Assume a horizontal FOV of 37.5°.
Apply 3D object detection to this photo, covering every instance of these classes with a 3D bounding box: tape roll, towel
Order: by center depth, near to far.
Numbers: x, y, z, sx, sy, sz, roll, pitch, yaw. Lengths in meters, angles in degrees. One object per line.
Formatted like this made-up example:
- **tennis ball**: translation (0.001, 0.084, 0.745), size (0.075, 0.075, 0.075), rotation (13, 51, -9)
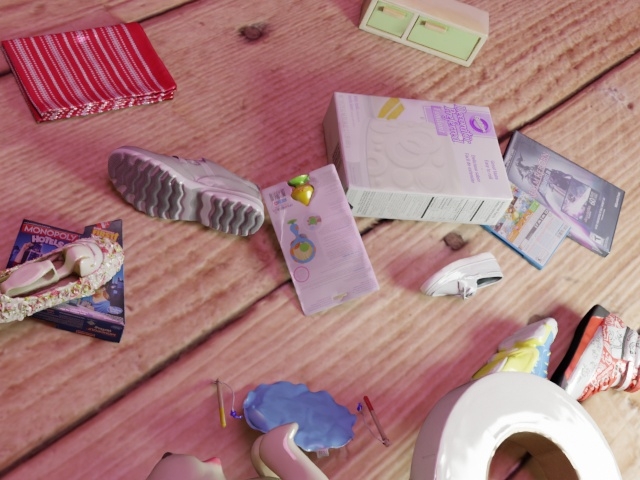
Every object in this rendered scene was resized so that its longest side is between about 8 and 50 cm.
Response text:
- **tape roll**: translation (0.311, 0.395, 1.448), size (0.392, 0.072, 0.392), rotation (14, 62, -27)
- **towel**: translation (-0.423, -0.318, 1.744), size (0.275, 0.031, 0.199), rotation (-17, 63, -31)

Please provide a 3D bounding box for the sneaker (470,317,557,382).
- **sneaker**: translation (0.358, 0.235, 1.650), size (0.240, 0.091, 0.126), rotation (-33, 91, -37)

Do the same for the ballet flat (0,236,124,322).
- **ballet flat**: translation (-0.386, 0.049, 1.388), size (0.241, 0.077, 0.091), rotation (-31, 71, -36)

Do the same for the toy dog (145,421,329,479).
- **toy dog**: translation (-0.086, 0.428, 1.230), size (0.408, 0.284, 0.395), rotation (23, 84, -7)

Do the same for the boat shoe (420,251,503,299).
- **boat shoe**: translation (0.263, 0.076, 1.731), size (0.184, 0.066, 0.063), rotation (-14, 61, -41)

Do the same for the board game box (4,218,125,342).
- **board game box**: translation (-0.384, 0.044, 1.481), size (0.194, 0.060, 0.194), rotation (16, 51, -11)

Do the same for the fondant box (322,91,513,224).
- **fondant box**: translation (0.182, -0.158, 1.824), size (0.330, 0.096, 0.238), rotation (4, 55, -16)

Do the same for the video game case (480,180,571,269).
- **video game case**: translation (0.401, -0.034, 1.873), size (0.166, 0.015, 0.119), rotation (38, 66, 6)

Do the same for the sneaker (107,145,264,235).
- **sneaker**: translation (-0.232, -0.096, 1.638), size (0.281, 0.105, 0.115), rotation (22, 35, -13)

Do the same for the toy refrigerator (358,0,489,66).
- **toy refrigerator**: translation (0.229, -0.484, 2.087), size (0.269, 0.102, 0.094), rotation (18, 52, -11)

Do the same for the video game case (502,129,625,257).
- **video game case**: translation (0.499, -0.101, 1.974), size (0.274, 0.026, 0.196), rotation (30, 50, -1)

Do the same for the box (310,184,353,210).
- **box**: translation (0.007, -0.060, 1.715), size (0.083, 0.062, 0.052), rotation (43, 53, 11)

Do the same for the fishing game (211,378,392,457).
- **fishing game**: translation (-0.031, 0.274, 1.441), size (0.264, 0.041, 0.189), rotation (8, 20, -17)

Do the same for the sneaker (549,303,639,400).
- **sneaker**: translation (0.506, 0.239, 1.690), size (0.145, 0.090, 0.270), rotation (35, 48, 7)

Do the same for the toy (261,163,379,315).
- **toy**: translation (0.000, 0.000, 1.649), size (0.137, 0.056, 0.237), rotation (-20, 81, 2)
